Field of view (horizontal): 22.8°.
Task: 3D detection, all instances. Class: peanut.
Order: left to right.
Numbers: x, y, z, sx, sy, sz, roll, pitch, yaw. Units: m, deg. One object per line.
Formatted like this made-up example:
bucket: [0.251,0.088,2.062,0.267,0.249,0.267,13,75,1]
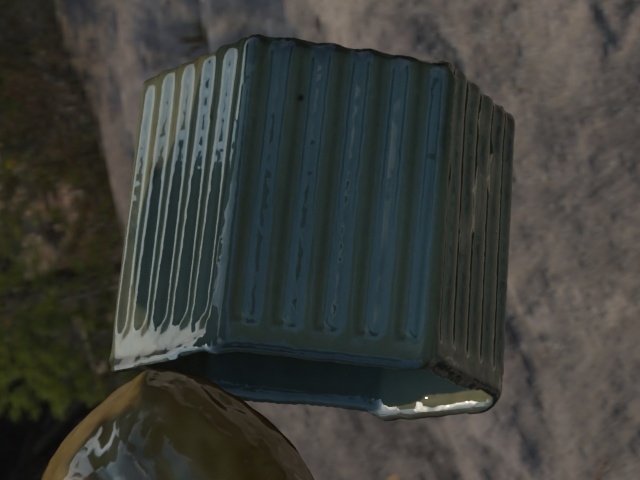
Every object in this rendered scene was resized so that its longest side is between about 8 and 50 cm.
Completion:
peanut: [-0.049,0.156,0.603,0.129,0.129,0.224,18,118,35]

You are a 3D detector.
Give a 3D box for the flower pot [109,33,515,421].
flower pot: [0.000,0.000,0.959,0.209,0.239,0.189,-2,74,26]
